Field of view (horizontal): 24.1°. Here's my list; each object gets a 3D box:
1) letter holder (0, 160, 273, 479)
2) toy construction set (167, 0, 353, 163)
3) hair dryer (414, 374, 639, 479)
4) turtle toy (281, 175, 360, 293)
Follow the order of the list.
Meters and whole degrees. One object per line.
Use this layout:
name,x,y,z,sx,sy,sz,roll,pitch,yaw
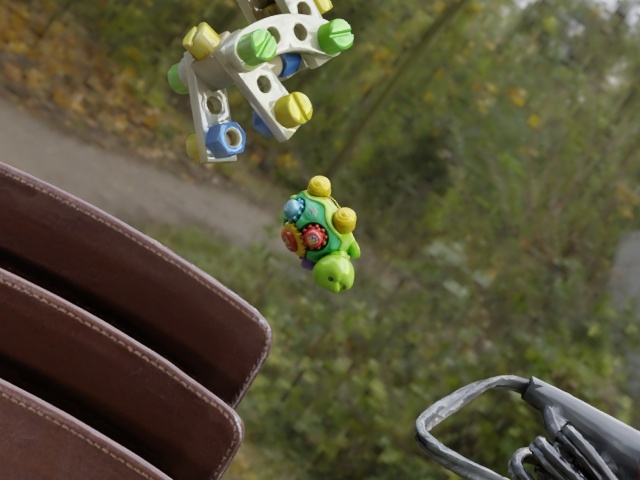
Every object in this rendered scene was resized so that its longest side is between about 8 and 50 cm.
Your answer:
letter holder,-0.194,0.081,0.883,0.302,0.214,0.152,28,10,-11
toy construction set,-0.084,-0.250,1.329,0.151,0.215,0.328,4,-59,42
hair dryer,0.196,0.130,0.578,0.293,0.080,0.224,3,52,-30
turtle toy,0.000,0.000,1.611,0.130,0.066,0.095,53,-24,27
